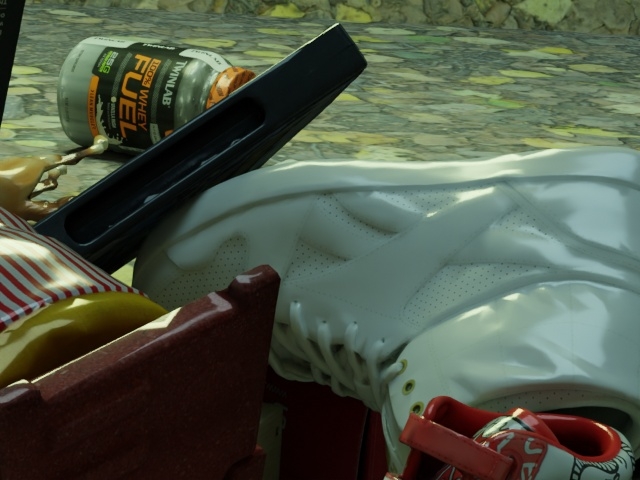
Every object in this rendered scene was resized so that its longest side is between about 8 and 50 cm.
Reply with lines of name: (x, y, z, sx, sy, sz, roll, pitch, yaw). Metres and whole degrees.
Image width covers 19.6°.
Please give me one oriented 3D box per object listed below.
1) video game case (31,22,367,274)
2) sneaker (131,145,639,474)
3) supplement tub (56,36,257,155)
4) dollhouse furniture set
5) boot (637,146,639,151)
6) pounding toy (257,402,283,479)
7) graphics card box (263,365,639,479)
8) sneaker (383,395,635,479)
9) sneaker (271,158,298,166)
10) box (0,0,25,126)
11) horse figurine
video game case: (-0.115, -0.009, 1.046, 0.248, 0.035, 0.275, -35, 1, -20)
sneaker: (0.024, 0.051, 0.873, 0.292, 0.108, 0.169, -9, 44, 25)
supplement tub: (-0.161, -0.140, 1.883, 0.190, 0.117, 0.117, 9, 15, 25)
dollhouse furniture set: (-0.209, 0.095, 0.569, 0.201, 0.152, 0.374, 29, 39, 33)
boot: (0.430, -0.043, 1.603, 0.262, 0.095, 0.203, 7, 2, -24)
pounding toy: (-0.107, 0.106, 0.908, 0.141, 0.100, 0.130, 9, 14, 19)
graphics card box: (0.100, 0.071, 1.130, 0.371, 0.094, 0.233, -5, 16, -36)
sneaker: (0.016, 0.139, 0.709, 0.270, 0.145, 0.090, -7, 17, -36)
sneaker: (-0.031, 0.007, 1.365, 0.118, 0.110, 0.292, -9, 9, -17)
box: (-0.371, -0.161, 1.305, 0.179, 0.313, 0.343, -6, 36, -37)
horse figurine: (-0.294, -0.054, 1.580, 0.263, 0.066, 0.174, 15, 29, 20)
